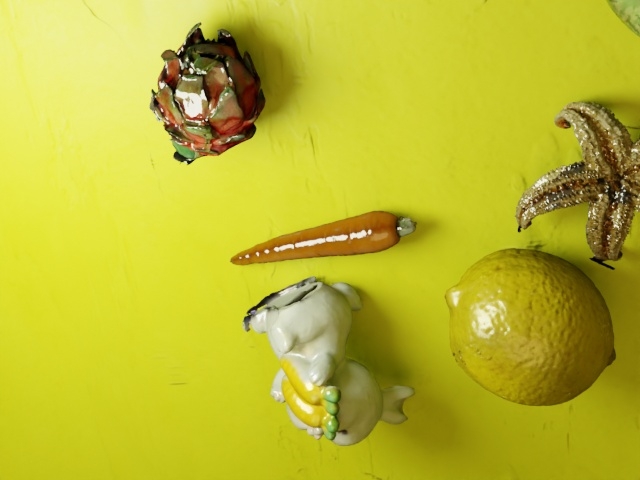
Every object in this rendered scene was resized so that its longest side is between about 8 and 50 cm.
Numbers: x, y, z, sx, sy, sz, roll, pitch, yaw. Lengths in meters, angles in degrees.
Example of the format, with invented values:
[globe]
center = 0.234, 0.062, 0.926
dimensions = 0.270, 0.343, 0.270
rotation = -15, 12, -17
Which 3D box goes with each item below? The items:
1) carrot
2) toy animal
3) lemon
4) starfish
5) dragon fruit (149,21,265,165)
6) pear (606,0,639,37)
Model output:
[carrot]
center = 0.000, 0.000, 2.096
dimensions = 0.336, 0.069, 0.069
rotation = -9, 120, 20
[toy animal]
center = 0.014, 0.219, 2.131
dimensions = 0.183, 0.247, 0.310
rotation = -24, 101, 39
[lemon]
center = 0.332, 0.139, 2.025
dimensions = 0.267, 0.267, 0.267
rotation = 3, 121, 5
[starfish]
center = 0.468, -0.080, 1.956
dimensions = 0.312, 0.113, 0.303
rotation = 12, 120, 11
[dragon fruit]
center = -0.171, -0.217, 1.919
dimensions = 0.182, 0.182, 0.188
rotation = 19, 162, -4
[pear]
center = 0.485, -0.400, 1.722
dimensions = 0.282, 0.176, 0.286
rotation = 17, 117, -1
